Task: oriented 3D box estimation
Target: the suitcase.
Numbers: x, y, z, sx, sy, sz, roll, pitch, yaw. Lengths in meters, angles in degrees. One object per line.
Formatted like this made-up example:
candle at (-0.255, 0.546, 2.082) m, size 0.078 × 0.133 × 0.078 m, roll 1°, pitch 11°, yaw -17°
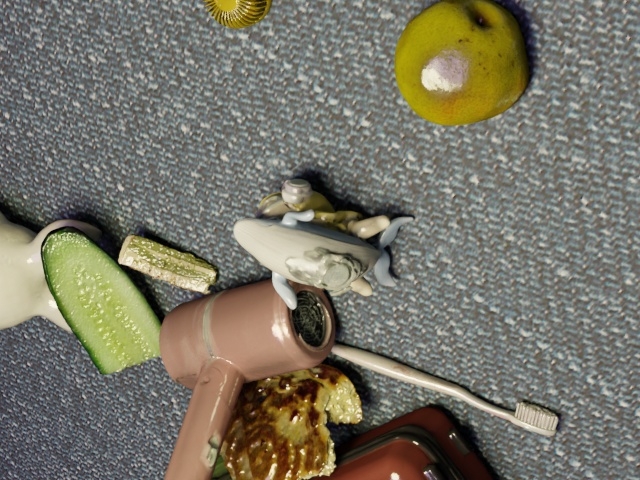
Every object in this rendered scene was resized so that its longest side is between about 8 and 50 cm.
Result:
suitcase at (0.130, 0.382, 1.238) m, size 0.236 × 0.161 × 0.297 m, roll -33°, pitch 95°, yaw 37°

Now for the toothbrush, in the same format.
toothbrush at (0.149, 0.179, 1.213) m, size 0.307 × 0.025 × 0.029 m, roll 18°, pitch 113°, yaw 22°

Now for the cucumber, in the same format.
cucumber at (-0.311, 0.076, 1.364) m, size 0.115 × 0.063 × 0.244 m, roll -27°, pitch 120°, yaw -6°

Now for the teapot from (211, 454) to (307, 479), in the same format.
teapot at (-0.107, 0.488, 1.387) m, size 0.270 × 0.200 × 0.337 m, roll -14°, pitch 112°, yaw -4°

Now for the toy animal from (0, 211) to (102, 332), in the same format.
toy animal at (-0.497, 0.065, 1.398) m, size 0.367 × 0.241 × 0.196 m, roll -9°, pitch 120°, yaw -15°

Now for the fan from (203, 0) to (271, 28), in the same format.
fan at (-0.079, -0.308, 1.098) m, size 0.082 × 0.039 × 0.155 m, roll 46°, pitch 127°, yaw 3°

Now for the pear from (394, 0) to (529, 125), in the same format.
pear at (0.140, -0.178, 0.997) m, size 0.141 × 0.104 × 0.141 m, roll 16°, pitch 124°, yaw 25°

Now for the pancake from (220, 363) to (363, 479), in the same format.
pancake at (-0.052, 0.227, 1.297) m, size 0.212 × 0.056 × 0.257 m, roll -45°, pitch 50°, yaw 12°

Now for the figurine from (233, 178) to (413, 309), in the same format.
figurine at (0.000, 0.000, 1.150) m, size 0.208 × 0.184 × 0.128 m, roll 7°, pitch 115°, yaw -15°

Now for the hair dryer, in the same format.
hair dryer at (-0.116, 0.207, 1.192) m, size 0.210 × 0.352 × 0.125 m, roll -16°, pitch 132°, yaw 33°

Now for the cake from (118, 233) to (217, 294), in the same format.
cake at (-0.208, 0.036, 1.342) m, size 0.140 × 0.055 × 0.051 m, roll 21°, pitch 86°, yaw 4°
